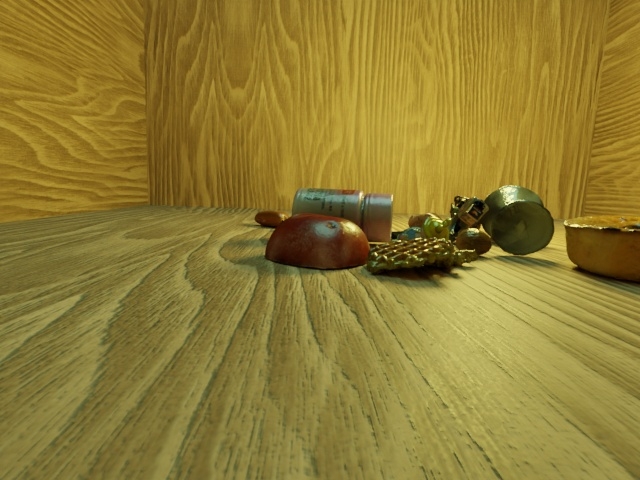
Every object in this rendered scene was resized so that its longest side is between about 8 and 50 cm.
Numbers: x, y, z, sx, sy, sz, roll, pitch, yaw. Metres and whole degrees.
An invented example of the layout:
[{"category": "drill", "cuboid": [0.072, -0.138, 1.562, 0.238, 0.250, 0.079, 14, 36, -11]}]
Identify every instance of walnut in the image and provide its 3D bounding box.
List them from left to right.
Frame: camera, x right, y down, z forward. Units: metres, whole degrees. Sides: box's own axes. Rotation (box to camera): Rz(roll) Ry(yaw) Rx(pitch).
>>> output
[{"category": "walnut", "cuboid": [0.542, 0.008, 1.416, 0.125, 0.105, 0.105, 7, 8, 7]}]

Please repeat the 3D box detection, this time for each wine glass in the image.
[{"category": "wine glass", "cuboid": [0.786, -0.083, 1.608, 0.267, 0.267, 0.406, 5, 11, 19]}]

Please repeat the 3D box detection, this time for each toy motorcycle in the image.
[{"category": "toy motorcycle", "cuboid": [0.601, -0.082, 1.681, 0.091, 0.157, 0.263, 40, -26, 9]}]

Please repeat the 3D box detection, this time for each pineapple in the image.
[{"category": "pineapple", "cuboid": [0.757, -0.135, 1.924, 0.272, 0.262, 0.262, 1, 8, 0]}]

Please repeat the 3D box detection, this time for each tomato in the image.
[{"category": "tomato", "cuboid": [-0.002, -0.011, 1.251, 0.338, 0.143, 0.338, 4, 8, -1]}]

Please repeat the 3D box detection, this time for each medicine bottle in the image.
[{"category": "medicine bottle", "cuboid": [0.093, -0.098, 1.613, 0.388, 0.219, 0.219, 3, 8, 13]}]

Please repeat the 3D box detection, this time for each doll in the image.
[{"category": "doll", "cuboid": [0.324, -0.010, 1.282, 0.135, 0.098, 0.241, 2, -19, -26]}]

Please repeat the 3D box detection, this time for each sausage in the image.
[{"category": "sausage", "cuboid": [-0.256, -0.115, 2.125, 0.238, 0.098, 0.098, 8, 10, 43]}]

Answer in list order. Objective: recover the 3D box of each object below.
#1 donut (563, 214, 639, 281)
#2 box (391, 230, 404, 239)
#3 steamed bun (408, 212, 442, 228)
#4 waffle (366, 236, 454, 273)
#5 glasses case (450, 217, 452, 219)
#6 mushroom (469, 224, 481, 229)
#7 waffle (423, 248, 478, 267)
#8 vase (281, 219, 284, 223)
[{"category": "donut", "cuboid": [0.928, 0.023, 1.192, 0.378, 0.163, 0.435, 2, 10, 6]}, {"category": "box", "cuboid": [0.399, -0.014, 1.725, 0.201, 0.042, 0.212, 3, 8, -9]}, {"category": "steamed bun", "cuboid": [0.567, -0.098, 2.151, 0.175, 0.106, 0.145, 4, 8, 31]}, {"category": "waffle", "cuboid": [0.246, 0.039, 1.116, 0.238, 0.058, 0.243, -8, 10, 14]}, {"category": "glasses case", "cuboid": [0.839, -0.102, 2.386, 0.179, 0.067, 0.045, -1, 10, -20]}, {"category": "mushroom", "cuboid": [0.753, -0.067, 2.080, 0.171, 0.080, 0.135, -6, -1, -41]}, {"category": "waffle", "cuboid": [0.387, 0.054, 1.191, 0.194, 0.051, 0.149, -4, 6, -43]}, {"category": "vase", "cuboid": [-0.102, -0.093, 1.966, 0.183, 0.120, 0.120, -16, 13, -17]}]
